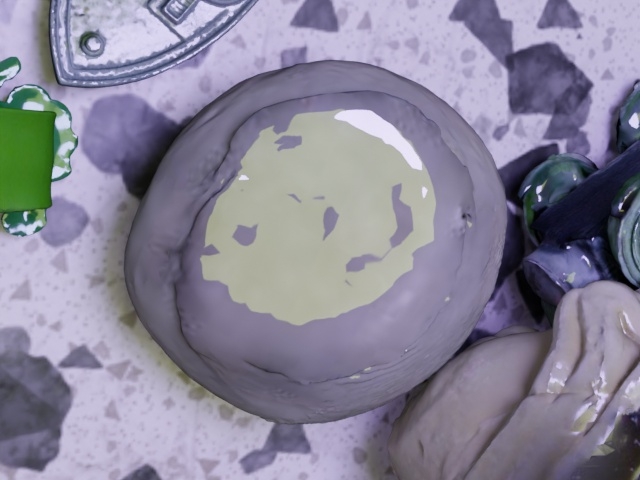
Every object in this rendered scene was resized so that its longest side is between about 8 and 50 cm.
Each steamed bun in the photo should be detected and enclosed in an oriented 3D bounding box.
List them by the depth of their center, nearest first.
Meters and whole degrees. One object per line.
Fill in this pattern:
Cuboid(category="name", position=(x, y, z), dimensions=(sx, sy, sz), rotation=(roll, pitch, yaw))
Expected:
Cuboid(category="steamed bun", position=(0.216, 0.179, 0.823), dimensions=(0.320, 0.206, 0.275), rotation=(-27, 109, 23))

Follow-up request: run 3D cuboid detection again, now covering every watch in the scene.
Cuboid(category="watch", position=(-0.233, -0.066, 0.728), dimensions=(0.165, 0.152, 0.131), rotation=(4, 93, -28))

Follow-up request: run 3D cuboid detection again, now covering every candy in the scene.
Cuboid(category="candy", position=(0.000, 0.000, 0.823), dimensions=(0.295, 0.185, 0.296), rotation=(-2, 105, -8))

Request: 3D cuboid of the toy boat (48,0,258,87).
Cuboid(category="toy boat", position=(-0.091, -0.236, 0.807), dimensions=(0.141, 0.092, 0.319), rotation=(41, 80, -15))

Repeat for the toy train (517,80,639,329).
Cuboid(category="toy train", position=(0.332, -0.003, 0.972), dimensions=(0.307, 0.173, 0.249), rotation=(-38, 114, -15))
